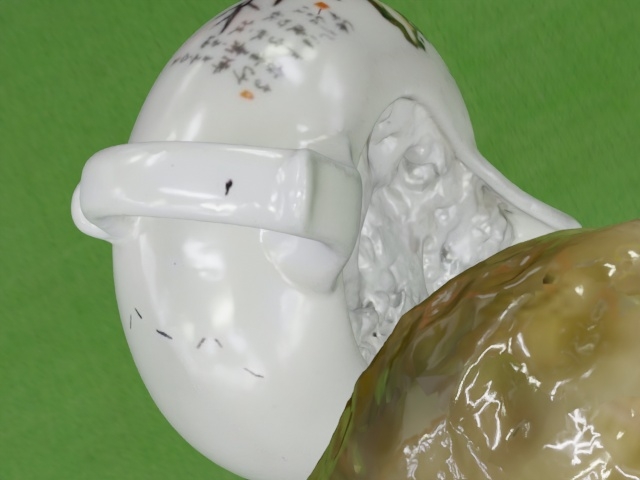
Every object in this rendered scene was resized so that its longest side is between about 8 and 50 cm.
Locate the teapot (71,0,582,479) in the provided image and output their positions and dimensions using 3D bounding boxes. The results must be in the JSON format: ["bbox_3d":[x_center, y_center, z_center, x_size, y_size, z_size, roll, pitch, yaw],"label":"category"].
[{"bbox_3d":[0.000,0.000,0.689,0.166,0.300,0.208,16,92,20],"label":"teapot"}]

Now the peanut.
[{"bbox_3d":[0.034,0.086,0.420,0.236,0.110,0.120,-49,43,36],"label":"peanut"}]
